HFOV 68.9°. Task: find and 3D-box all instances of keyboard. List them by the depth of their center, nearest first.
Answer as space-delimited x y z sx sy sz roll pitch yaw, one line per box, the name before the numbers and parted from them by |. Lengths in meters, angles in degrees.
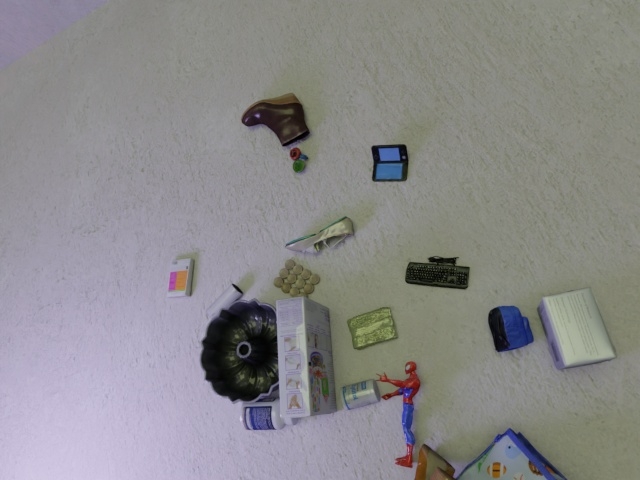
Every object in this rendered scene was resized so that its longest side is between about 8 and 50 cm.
keyboard | 0.360 0.092 1.446 0.192 0.038 0.100 4 74 21

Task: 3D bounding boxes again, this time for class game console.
game console | 0.233 -0.264 1.592 0.122 0.107 0.071 2 46 20

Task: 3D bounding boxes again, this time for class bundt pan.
bundt pan | -0.223 0.363 1.529 0.331 0.124 0.330 -6 70 18

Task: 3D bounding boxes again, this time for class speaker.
speaker | -0.340 0.217 1.657 0.136 0.055 0.055 -46 64 1

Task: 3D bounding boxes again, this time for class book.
book | -0.532 0.143 1.766 0.097 0.035 0.144 -6 71 22

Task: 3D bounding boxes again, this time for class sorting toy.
sorting toy | -0.076 -0.300 1.738 0.061 0.042 0.101 -23 78 29

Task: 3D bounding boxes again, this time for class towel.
towel | 0.161 0.275 1.467 0.148 0.027 0.109 -20 66 13

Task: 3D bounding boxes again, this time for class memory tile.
memory tile | -0.083 0.140 1.610 0.148 0.012 0.113 29 85 25

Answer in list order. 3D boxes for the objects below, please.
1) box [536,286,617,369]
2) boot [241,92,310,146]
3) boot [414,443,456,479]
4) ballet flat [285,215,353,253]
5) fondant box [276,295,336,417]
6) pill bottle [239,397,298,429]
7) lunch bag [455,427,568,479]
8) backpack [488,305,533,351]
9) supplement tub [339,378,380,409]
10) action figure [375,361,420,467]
box | 0.656 0.233 1.210 0.119 0.181 0.181 -15 68 15
boot | -0.177 -0.446 1.789 0.249 0.090 0.206 -22 65 9
boot | 0.247 0.643 1.169 0.104 0.295 0.211 34 86 12
ballet flat | 0.000 0.000 1.592 0.249 0.086 0.086 -25 66 11
fondant box | -0.040 0.351 1.400 0.096 0.238 0.329 -11 69 16
pill bottle | -0.158 0.544 1.462 0.170 0.094 0.094 -8 71 18
lunch bag | 0.485 0.695 1.091 0.327 0.239 0.385 -48 48 3
backpack | 0.528 0.243 1.306 0.101 0.098 0.120 -6 68 -12
supplement tub | 0.118 0.462 1.399 0.107 0.071 0.070 -21 67 13
action figure | 0.215 0.484 1.341 0.139 0.091 0.280 9 76 10
